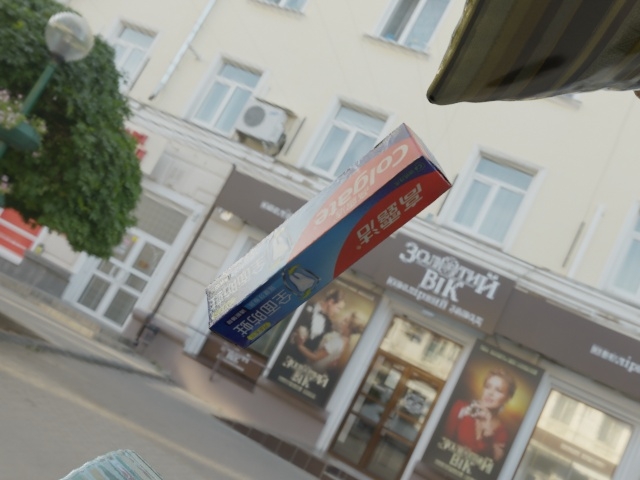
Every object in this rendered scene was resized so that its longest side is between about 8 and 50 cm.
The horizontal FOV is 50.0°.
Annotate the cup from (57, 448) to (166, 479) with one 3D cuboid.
[{"bbox_3d":[-0.204,0.413,0.690,0.311,0.257,0.331,39,14,18],"label":"cup"}]

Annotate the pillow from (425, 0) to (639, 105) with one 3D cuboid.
[{"bbox_3d":[0.169,-0.142,0.307,0.212,0.052,0.208,-8,-30,-18],"label":"pillow"}]

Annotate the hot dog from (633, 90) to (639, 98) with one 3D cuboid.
[{"bbox_3d":[0.547,-0.274,1.052,0.088,0.061,0.286,29,-3,16],"label":"hot dog"}]

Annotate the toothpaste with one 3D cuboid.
[{"bbox_3d":[0.000,0.001,0.795,0.066,0.320,0.076,38,20,-34],"label":"toothpaste"}]
